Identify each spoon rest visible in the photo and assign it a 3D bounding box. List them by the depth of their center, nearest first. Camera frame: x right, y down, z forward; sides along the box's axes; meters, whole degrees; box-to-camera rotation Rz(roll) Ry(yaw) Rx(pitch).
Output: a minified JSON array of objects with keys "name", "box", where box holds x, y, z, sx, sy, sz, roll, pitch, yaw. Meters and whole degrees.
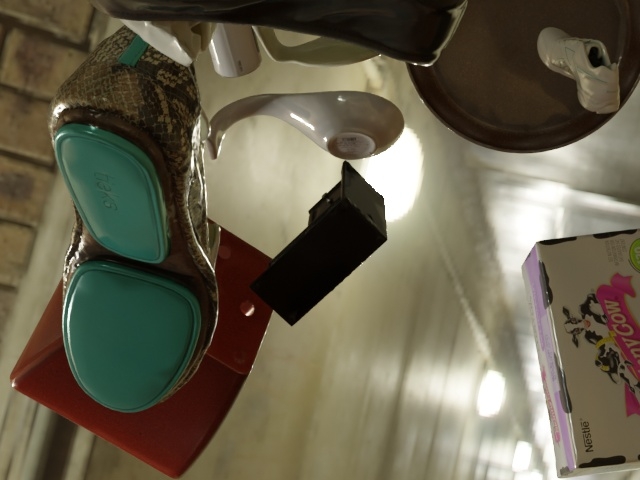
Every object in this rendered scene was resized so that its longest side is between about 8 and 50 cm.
[{"name":"spoon rest","box":[-0.021,-0.163,1.737,0.276,0.084,0.137,-2,149,3]}]

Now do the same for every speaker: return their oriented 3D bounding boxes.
[{"name":"speaker","box":[-0.104,-0.247,1.339,0.055,0.055,0.136,9,132,28]}]

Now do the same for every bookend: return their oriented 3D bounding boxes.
[{"name":"bookend","box":[0.000,0.000,1.488,0.072,0.156,0.157,44,-164,-13]}]

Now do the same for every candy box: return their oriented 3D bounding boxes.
[{"name":"candy box","box":[0.255,0.075,0.886,0.196,0.165,0.070,-7,164,-2]}]

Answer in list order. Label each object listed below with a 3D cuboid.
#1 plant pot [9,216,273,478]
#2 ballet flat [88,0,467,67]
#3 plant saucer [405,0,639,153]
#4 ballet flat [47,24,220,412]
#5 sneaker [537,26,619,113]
[{"name":"plant pot","box":[-0.195,0.104,1.611,0.267,0.267,0.236,33,138,-16]},{"name":"ballet flat","box":[-0.052,-0.147,0.740,0.280,0.095,0.096,11,135,13]},{"name":"plant saucer","box":[0.259,-0.264,1.576,0.310,0.311,0.050,12,-178,9]},{"name":"ballet flat","box":[-0.158,-0.018,1.182,0.164,0.182,0.483,18,144,7]},{"name":"sneaker","box":[0.298,-0.209,1.415,0.053,0.061,0.152,-15,-136,-17]}]
